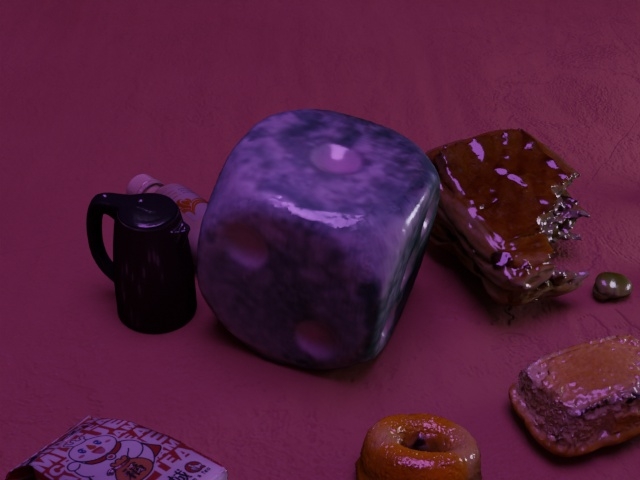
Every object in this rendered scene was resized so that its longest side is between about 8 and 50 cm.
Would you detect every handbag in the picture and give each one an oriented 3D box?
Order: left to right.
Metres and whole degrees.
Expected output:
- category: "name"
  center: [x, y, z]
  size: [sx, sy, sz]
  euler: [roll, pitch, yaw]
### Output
- category: "handbag"
  center: [-0.280, 0.351, 1.287]
  size: [0.298, 0.151, 0.171]
  euler: [20, 37, 31]

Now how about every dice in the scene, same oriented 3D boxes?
- category: "dice"
  center: [0.000, 0.000, 1.595]
  size: [0.330, 0.348, 0.328]
  euler: [21, 41, 13]

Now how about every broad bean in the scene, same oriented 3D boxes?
- category: "broad bean"
  center: [0.552, 0.085, 1.755]
  size: [0.083, 0.045, 0.063]
  euler: [-8, 40, -25]

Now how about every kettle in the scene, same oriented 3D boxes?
- category: "kettle"
  center: [-0.311, 0.022, 1.621]
  size: [0.202, 0.232, 0.144]
  euler: [19, 40, 20]

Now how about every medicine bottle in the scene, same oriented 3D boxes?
- category: "medicine bottle"
  center: [-0.282, -0.049, 1.810]
  size: [0.114, 0.114, 0.252]
  euler: [-30, 48, -35]

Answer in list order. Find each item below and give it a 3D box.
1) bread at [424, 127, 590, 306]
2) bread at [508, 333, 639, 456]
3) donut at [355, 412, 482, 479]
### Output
- category: "bread"
  center: [0.364, -0.033, 1.782]
  size: [0.314, 0.191, 0.370]
  euler: [-14, 53, -29]
- category: "bread"
  center: [0.434, 0.244, 1.481]
  size: [0.246, 0.121, 0.174]
  euler: [-17, 34, -17]
- category: "donut"
  center: [0.146, 0.317, 1.367]
  size: [0.190, 0.074, 0.174]
  euler: [4, 18, 5]
